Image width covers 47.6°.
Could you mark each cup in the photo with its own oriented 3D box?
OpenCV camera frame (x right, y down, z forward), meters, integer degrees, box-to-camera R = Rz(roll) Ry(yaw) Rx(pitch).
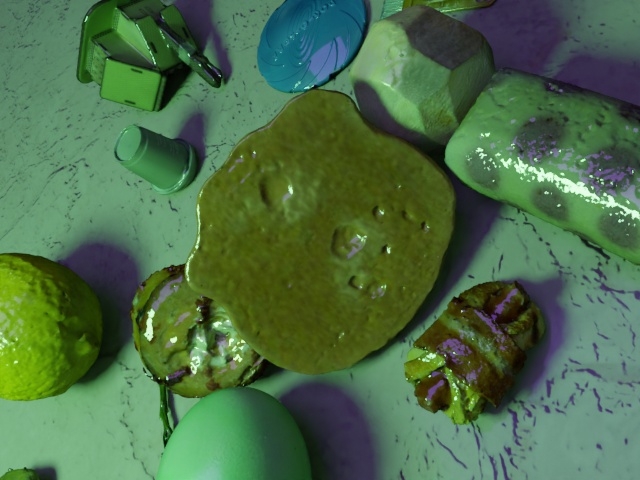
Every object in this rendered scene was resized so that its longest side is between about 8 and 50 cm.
[{"bbox_3d":[-0.320,-0.160,1.404,0.120,0.141,0.120,-11,68,29],"label":"cup"}]

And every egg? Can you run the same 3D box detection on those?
[{"bbox_3d":[-0.121,0.343,1.031,0.220,0.220,0.269,-7,58,29],"label":"egg"}]

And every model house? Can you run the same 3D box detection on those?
[{"bbox_3d":[-0.338,-0.355,1.515,0.279,0.218,0.205,41,52,6],"label":"model house"}]

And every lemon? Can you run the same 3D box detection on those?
[{"bbox_3d":[-0.551,0.157,1.343,0.322,0.268,0.268,12,78,28],"label":"lemon"}]

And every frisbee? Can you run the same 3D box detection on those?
[{"bbox_3d":[-0.026,-0.393,1.375,0.242,0.045,0.242,-12,65,26],"label":"frisbee"}]

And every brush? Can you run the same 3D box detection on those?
[{"bbox_3d":[0.200,-0.405,1.259,0.218,0.010,0.082,2,72,32],"label":"brush"}]

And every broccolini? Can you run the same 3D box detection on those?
[{"bbox_3d":[-0.272,0.296,1.262,0.044,0.042,0.218,-18,54,-6],"label":"broccolini"}]

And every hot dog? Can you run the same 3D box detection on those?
[{"bbox_3d":[0.205,0.143,0.982,0.146,0.103,0.213,34,90,37],"label":"hot dog"}]

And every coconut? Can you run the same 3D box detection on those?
[{"bbox_3d":[0.144,-0.231,1.098,0.197,0.237,0.237,30,88,38],"label":"coconut"}]

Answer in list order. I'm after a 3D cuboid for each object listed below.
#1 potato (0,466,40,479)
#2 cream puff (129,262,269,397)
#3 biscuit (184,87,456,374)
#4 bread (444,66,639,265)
[{"bbox_3d":[-0.598,0.503,1.343,0.225,0.090,0.117,-44,55,11],"label":"potato"},{"bbox_3d":[-0.186,0.135,1.172,0.240,0.240,0.164,-50,17,6],"label":"cream puff"},{"bbox_3d":[0.000,-0.001,1.061,0.365,0.062,0.385,38,100,-9],"label":"biscuit"},{"bbox_3d":[0.351,-0.102,0.956,0.338,0.155,0.187,31,85,37],"label":"bread"}]
